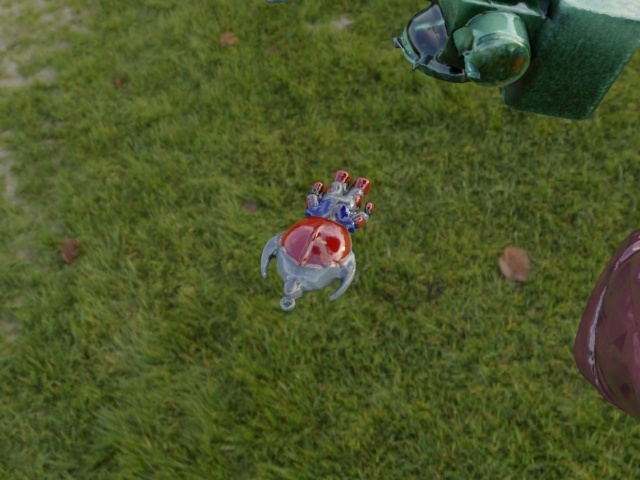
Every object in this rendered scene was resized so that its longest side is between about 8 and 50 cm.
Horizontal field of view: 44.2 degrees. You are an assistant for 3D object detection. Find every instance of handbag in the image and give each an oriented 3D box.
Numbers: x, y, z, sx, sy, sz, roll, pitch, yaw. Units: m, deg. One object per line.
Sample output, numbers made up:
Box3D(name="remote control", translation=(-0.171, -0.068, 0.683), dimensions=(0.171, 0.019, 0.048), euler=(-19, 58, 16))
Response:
Box3D(name="handbag", translation=(0.302, 0.085, 0.553), dimensions=(0.225, 0.135, 0.146), euler=(21, 94, -9))

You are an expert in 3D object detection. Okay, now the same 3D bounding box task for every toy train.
Box3D(name="toy train", translation=(0.192, -0.261, 0.758), dimensions=(0.238, 0.167, 0.299), euler=(7, 55, -11))

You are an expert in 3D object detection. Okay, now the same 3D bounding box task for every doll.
Box3D(name="doll", translation=(-0.001, 0.000, 0.908), dimensions=(0.104, 0.062, 0.195), euler=(29, 60, -2))

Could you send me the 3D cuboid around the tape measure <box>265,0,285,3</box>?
Box3D(name="tape measure", translation=(-0.010, -0.220, 0.589), dimensions=(0.094, 0.054, 0.091), euler=(-4, 50, 40))
